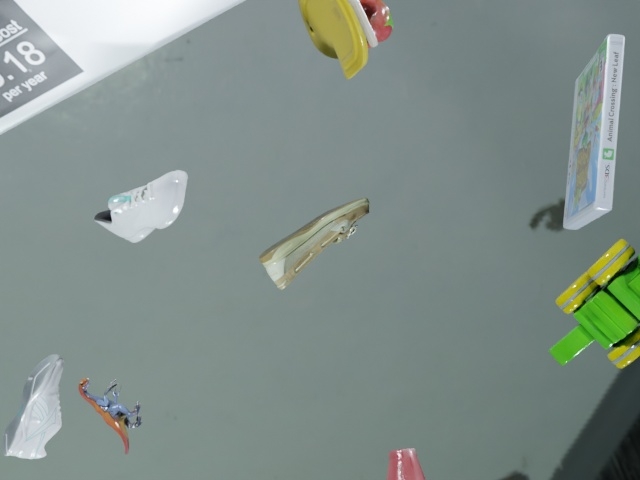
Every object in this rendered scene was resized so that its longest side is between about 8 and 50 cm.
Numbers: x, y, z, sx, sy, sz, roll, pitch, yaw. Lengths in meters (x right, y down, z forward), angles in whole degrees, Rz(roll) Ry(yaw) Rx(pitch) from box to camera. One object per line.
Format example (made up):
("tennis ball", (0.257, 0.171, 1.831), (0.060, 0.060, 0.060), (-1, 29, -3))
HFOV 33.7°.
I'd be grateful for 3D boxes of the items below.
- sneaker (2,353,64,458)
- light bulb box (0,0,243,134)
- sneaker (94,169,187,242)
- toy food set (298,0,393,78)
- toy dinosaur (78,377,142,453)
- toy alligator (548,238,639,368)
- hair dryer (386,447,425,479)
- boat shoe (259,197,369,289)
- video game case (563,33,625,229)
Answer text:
("sneaker", (-0.383, 0.230, 1.457), (0.061, 0.053, 0.152), (24, 90, -30))
("light bulb box", (-0.199, -0.278, 0.546), (0.357, 0.225, 0.361), (-24, 132, 22))
("sneaker", (-0.300, -0.059, 1.744), (0.094, 0.080, 0.212), (21, 144, -32))
("toy food set", (0.041, -0.265, 1.209), (0.071, 0.218, 0.128), (-29, 94, -12))
("toy dinosaur", (-0.250, 0.193, 1.233), (0.082, 0.090, 0.047), (9, 139, 10))
("toy alligator", (0.190, 0.019, 0.598), (0.051, 0.056, 0.190), (-37, 168, -34))
("hair dryer", (0.056, 0.405, 1.384), (0.294, 0.223, 0.080), (-58, 164, -7))
("boat shoe", (0.000, 0.000, 1.242), (0.153, 0.056, 0.048), (-33, 96, -25))
("video game case", (0.317, -0.119, 1.238), (0.023, 0.193, 0.212), (5, 175, 4))
